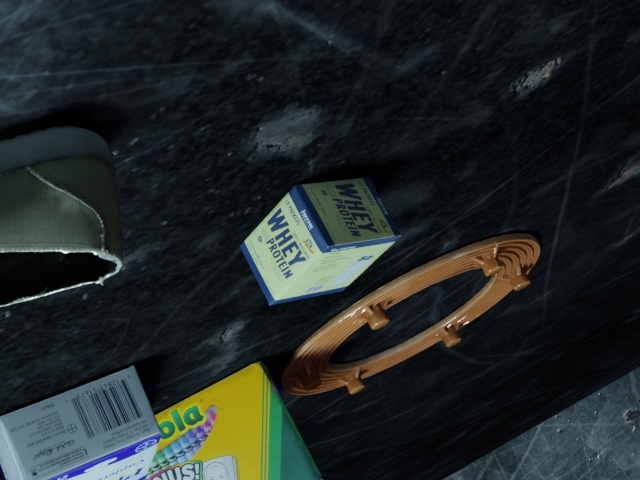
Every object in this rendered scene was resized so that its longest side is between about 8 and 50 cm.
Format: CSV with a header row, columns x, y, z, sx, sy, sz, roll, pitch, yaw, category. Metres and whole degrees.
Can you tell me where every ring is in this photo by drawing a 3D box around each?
x,y,z,sx,sy,sz,roll,pitch,yaw,category
0.110,0.097,1.324,0.336,0.032,0.336,-25,161,-9,ring

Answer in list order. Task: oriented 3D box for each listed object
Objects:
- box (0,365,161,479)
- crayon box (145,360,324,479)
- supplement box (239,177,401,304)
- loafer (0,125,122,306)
x,y,z,sx,sy,sz,roll,pitch,yaw,category
-0.218,0.188,1.036,0.126,0.072,0.137,-20,159,-23,box
-0.143,0.265,1.192,0.278,0.165,0.081,-28,161,-5,crayon box
0.000,0.000,0.888,0.083,0.056,0.083,-9,153,-44,supplement box
-0.214,0.019,0.592,0.251,0.087,0.094,-23,160,-16,loafer
